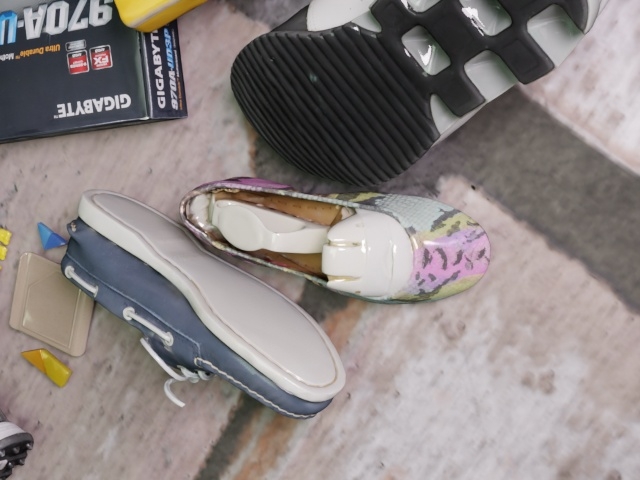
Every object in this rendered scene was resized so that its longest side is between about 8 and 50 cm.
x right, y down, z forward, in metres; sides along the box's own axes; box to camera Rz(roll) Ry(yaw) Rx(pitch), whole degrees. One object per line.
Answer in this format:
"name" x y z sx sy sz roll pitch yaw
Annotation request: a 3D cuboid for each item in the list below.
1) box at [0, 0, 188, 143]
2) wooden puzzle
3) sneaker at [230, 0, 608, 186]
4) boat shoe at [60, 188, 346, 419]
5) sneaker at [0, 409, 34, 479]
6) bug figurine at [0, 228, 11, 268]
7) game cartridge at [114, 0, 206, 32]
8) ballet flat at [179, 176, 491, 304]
"box" -0.209 -0.166 0.991 0.220 0.051 0.175 -4 94 30
"wooden puzzle" -0.212 0.051 1.045 0.078 0.014 0.116 26 109 20
"sneaker" 0.073 -0.134 0.807 0.122 0.146 0.330 52 145 -14
"boat shoe" -0.092 0.055 0.927 0.254 0.095 0.079 34 110 24
"sneaker" -0.336 0.203 1.104 0.234 0.078 0.106 -48 70 22
"bug figurine" -0.395 -0.004 1.110 0.279 0.072 0.216 25 109 25
"game cartridge" -0.041 -0.332 0.847 0.324 0.053 0.285 -25 83 18
"ballet flat" 0.000 0.000 0.875 0.221 0.079 0.077 12 102 28
